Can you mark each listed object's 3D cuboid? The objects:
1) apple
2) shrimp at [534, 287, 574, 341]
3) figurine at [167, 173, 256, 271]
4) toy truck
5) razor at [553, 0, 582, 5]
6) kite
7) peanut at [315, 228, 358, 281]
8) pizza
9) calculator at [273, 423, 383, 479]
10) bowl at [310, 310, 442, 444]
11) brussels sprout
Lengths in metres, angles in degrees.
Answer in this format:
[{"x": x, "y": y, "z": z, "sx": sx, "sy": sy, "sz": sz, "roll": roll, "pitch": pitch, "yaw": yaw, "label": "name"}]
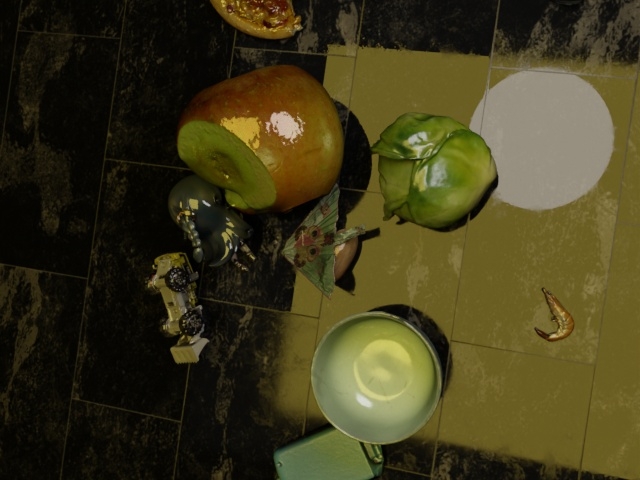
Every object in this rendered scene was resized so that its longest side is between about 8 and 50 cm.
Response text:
[{"x": -0.135, "y": -0.222, "z": 1.775, "sx": 0.384, "sy": 0.374, "sz": 0.374, "roll": -18, "pitch": 84, "yaw": -2, "label": "apple"}, {"x": 0.534, "y": 0.174, "z": 1.756, "sx": 0.091, "sy": 0.025, "sz": 0.127, "roll": -25, "pitch": 85, "yaw": 14, "label": "shrimp"}, {"x": -0.275, "y": -0.045, "z": 1.905, "sx": 0.175, "sy": 0.197, "sz": 0.265, "roll": -39, "pitch": 72, "yaw": -3, "label": "figurine"}, {"x": -0.358, "y": 0.171, "z": 1.943, "sx": 0.136, "sy": 0.111, "sz": 0.286, "roll": -12, "pitch": 95, "yaw": 45, "label": "toy truck"}, {"x": 0.581, "y": -0.625, "z": 1.750, "sx": 0.090, "sy": 0.054, "sz": 0.148, "roll": 5, "pitch": 91, "yaw": 15, "label": "razor"}, {"x": 0.000, "y": 0.000, "z": 1.856, "sx": 0.267, "sy": 0.013, "sz": 0.323, "roll": -13, "pitch": 61, "yaw": 36, "label": "kite"}, {"x": 0.041, "y": 0.039, "z": 1.864, "sx": 0.076, "sy": 0.076, "sz": 0.152, "roll": 31, "pitch": 93, "yaw": 13, "label": "peanut"}, {"x": -0.155, "y": -0.642, "z": 1.929, "sx": 0.289, "sy": 0.081, "sz": 0.229, "roll": 34, "pitch": 97, "yaw": 15, "label": "pizza"}, {"x": 0.016, "y": 0.554, "z": 1.867, "sx": 0.293, "sy": 0.051, "sz": 0.173, "roll": -26, "pitch": 83, "yaw": 13, "label": "calculator"}, {"x": 0.139, "y": 0.315, "z": 1.784, "sx": 0.307, "sy": 0.163, "sz": 0.307, "roll": 0, "pitch": 89, "yaw": 14, "label": "bowl"}, {"x": 0.248, "y": -0.161, "z": 1.736, "sx": 0.294, "sy": 0.227, "sz": 0.259, "roll": 0, "pitch": 100, "yaw": -19, "label": "brussels sprout"}]
